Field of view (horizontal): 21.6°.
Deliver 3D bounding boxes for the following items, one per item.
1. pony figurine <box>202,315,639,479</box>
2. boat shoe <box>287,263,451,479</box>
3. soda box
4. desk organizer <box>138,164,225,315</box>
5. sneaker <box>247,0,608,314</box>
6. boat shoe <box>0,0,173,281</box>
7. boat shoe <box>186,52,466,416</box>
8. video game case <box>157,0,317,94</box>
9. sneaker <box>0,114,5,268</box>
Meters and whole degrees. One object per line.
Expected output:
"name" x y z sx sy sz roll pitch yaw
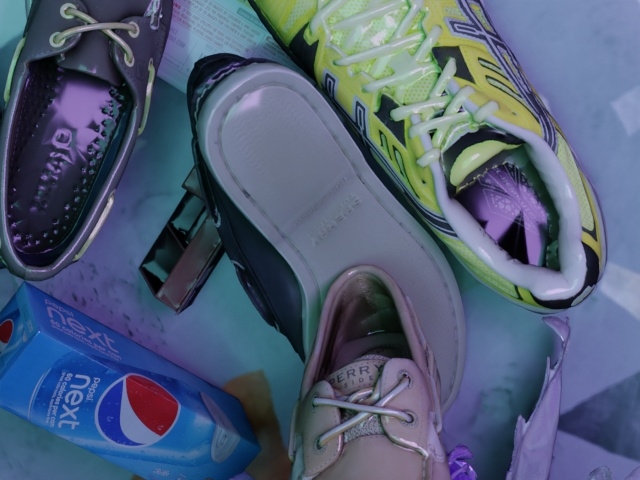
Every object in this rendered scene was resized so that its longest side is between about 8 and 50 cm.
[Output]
"pony figurine" 0.094 0.255 1.161 0.363 0.303 0.351 3 113 -3
"boat shoe" 0.027 0.119 1.035 0.109 0.302 0.098 -11 117 10
"soda box" -0.147 0.116 1.224 0.210 0.071 0.067 32 104 -32
"desk organizer" -0.089 -0.013 1.258 0.050 0.047 0.130 34 102 3
"sneaker" 0.079 -0.112 1.150 0.145 0.147 0.385 -41 99 4
"boat shoe" -0.165 -0.117 1.180 0.109 0.091 0.305 16 96 -19
"boat shoe" -0.004 0.002 1.199 0.127 0.113 0.340 -40 125 -5
"video game case" -0.075 -0.213 1.235 0.227 0.026 0.206 32 102 2
"sneaker" -0.316 -0.065 1.258 0.163 0.086 0.226 -21 97 7
